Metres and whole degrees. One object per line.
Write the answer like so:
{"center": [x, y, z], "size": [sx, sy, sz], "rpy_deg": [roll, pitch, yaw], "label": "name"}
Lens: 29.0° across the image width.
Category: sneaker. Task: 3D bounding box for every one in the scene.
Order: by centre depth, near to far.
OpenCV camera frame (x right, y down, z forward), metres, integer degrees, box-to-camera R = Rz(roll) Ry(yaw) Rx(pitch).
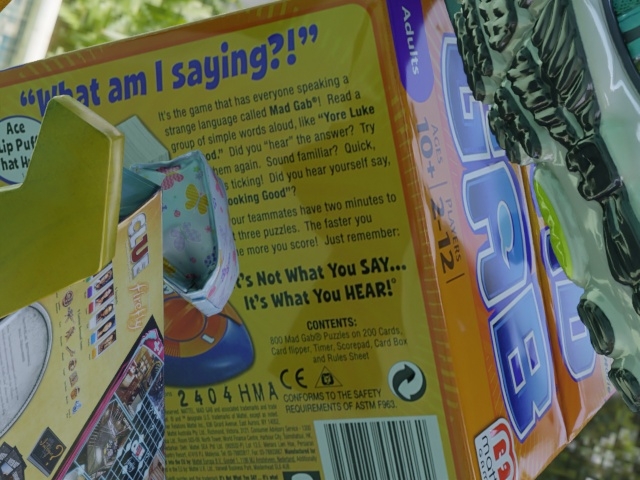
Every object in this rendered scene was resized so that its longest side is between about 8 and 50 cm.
{"center": [0.126, -0.053, 0.455], "size": [0.107, 0.110, 0.275], "rpy_deg": [149, -81, -76], "label": "sneaker"}

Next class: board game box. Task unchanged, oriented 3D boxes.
{"center": [-0.146, 0.097, 0.635], "size": [0.165, 0.042, 0.243], "rpy_deg": [-45, 152, -40], "label": "board game box"}
{"center": [0.000, 0.000, 0.988], "size": [0.356, 0.357, 0.356], "rpy_deg": [-22, 102, -59], "label": "board game box"}

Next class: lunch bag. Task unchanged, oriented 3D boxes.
{"center": [-0.076, -0.001, 0.704], "size": [0.071, 0.053, 0.083], "rpy_deg": [58, 18, -79], "label": "lunch bag"}

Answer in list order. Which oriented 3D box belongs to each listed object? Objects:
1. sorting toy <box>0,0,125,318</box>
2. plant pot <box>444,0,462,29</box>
{"center": [-0.184, 0.037, 0.352], "size": [0.307, 0.229, 0.041], "rpy_deg": [-28, -172, 6], "label": "sorting toy"}
{"center": [0.168, -0.191, 0.750], "size": [0.165, 0.165, 0.234], "rpy_deg": [-52, -161, 47], "label": "plant pot"}
